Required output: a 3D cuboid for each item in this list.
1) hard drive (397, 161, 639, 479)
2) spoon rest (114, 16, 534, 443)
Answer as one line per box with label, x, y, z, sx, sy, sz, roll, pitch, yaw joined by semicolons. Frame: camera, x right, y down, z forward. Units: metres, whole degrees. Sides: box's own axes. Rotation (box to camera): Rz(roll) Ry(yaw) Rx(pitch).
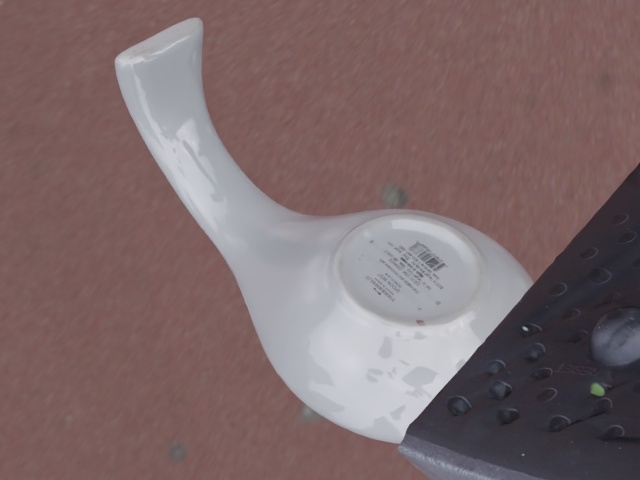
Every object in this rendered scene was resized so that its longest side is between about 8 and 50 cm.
hard drive;0.154;0.014;0.304;0.255;0.172;0.054;3;130;47
spoon rest;0.000;0.000;0.929;0.276;0.137;0.084;45;150;28
